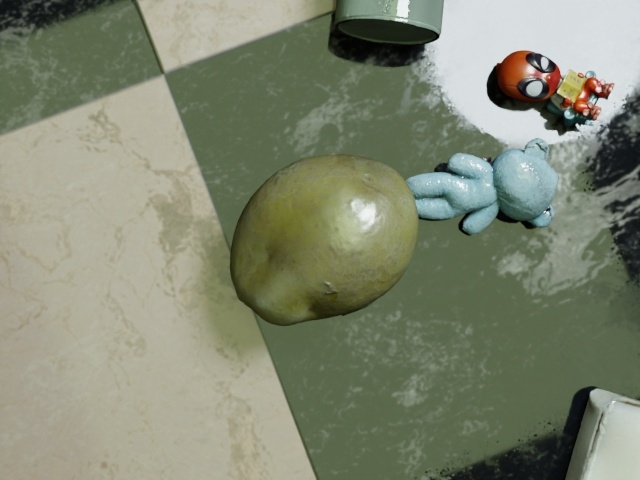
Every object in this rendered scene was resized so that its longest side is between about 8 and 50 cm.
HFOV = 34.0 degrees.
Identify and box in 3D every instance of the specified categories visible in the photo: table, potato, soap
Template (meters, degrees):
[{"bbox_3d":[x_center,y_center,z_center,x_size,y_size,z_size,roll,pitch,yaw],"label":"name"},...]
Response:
[{"bbox_3d":[0.088,-0.350,1.224,0.126,0.126,0.220,6,88,-3],"label":"table"},{"bbox_3d":[0.000,0.000,1.196,0.235,0.160,0.178,-41,52,10],"label":"potato"},{"bbox_3d":[0.361,0.281,1.248,0.121,0.064,0.183,17,88,-3],"label":"soap"}]

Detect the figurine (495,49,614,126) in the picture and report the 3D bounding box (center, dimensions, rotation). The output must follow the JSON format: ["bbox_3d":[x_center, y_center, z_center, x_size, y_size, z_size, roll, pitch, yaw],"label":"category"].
[{"bbox_3d":[0.276,-0.187,1.256,0.140,0.075,0.068,25,88,9],"label":"figurine"}]

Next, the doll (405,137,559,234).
[{"bbox_3d":[0.194,-0.067,1.256,0.179,0.075,0.120,-2,127,16],"label":"doll"}]
